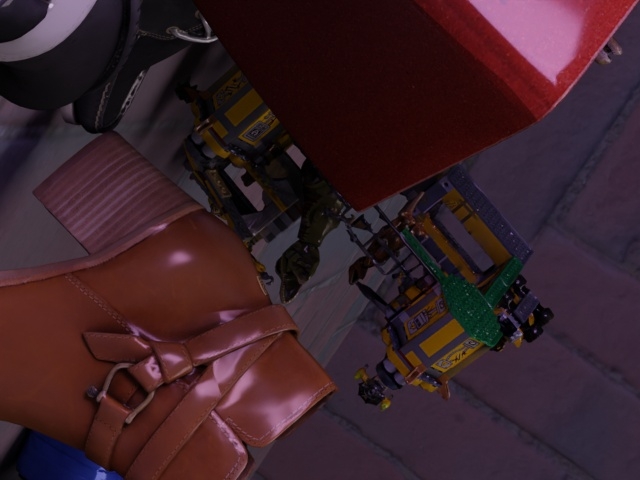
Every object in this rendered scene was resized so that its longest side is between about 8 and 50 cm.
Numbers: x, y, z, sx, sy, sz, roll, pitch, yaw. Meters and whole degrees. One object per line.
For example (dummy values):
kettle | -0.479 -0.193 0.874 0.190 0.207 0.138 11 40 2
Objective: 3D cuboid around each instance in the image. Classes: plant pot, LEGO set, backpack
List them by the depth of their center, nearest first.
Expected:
plant pot | 0.049 -0.206 0.968 0.267 0.236 0.267 -52 -171 -18
LEGO set | 0.000 0.000 1.484 0.192 0.331 0.255 -40 -171 27
backpack | -0.208 0.184 1.691 0.120 0.098 0.101 1 110 -67

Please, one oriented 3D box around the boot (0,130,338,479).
boot | -0.149 0.099 1.179 0.283 0.220 0.109 -42 174 -3

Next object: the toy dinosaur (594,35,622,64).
toy dinosaur | 0.173 -0.149 0.994 0.092 0.053 0.183 -27 -169 29

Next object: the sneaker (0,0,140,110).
sneaker | -0.155 -0.131 0.746 0.146 0.122 0.330 -37 164 -19

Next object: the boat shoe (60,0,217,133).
boat shoe | -0.084 -0.147 1.135 0.233 0.079 0.084 -56 174 28
